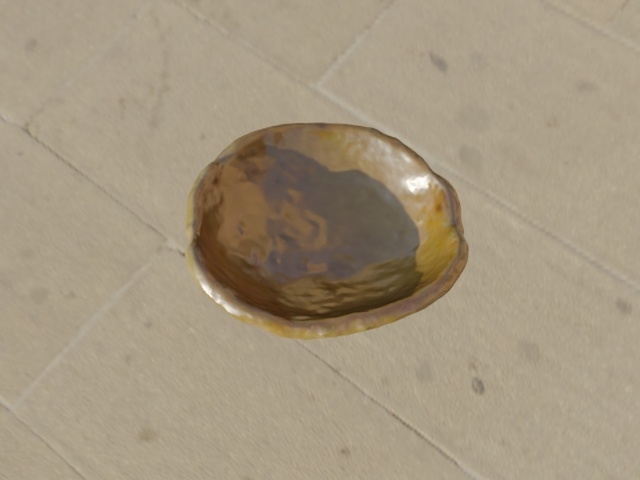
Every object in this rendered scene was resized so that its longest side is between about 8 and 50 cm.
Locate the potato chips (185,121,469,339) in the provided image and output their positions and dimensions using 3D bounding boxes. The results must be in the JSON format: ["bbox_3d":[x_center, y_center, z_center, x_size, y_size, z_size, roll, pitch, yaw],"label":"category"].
[{"bbox_3d":[0.001,0.000,0.872,0.195,0.062,0.208,41,60,16],"label":"potato chips"}]
